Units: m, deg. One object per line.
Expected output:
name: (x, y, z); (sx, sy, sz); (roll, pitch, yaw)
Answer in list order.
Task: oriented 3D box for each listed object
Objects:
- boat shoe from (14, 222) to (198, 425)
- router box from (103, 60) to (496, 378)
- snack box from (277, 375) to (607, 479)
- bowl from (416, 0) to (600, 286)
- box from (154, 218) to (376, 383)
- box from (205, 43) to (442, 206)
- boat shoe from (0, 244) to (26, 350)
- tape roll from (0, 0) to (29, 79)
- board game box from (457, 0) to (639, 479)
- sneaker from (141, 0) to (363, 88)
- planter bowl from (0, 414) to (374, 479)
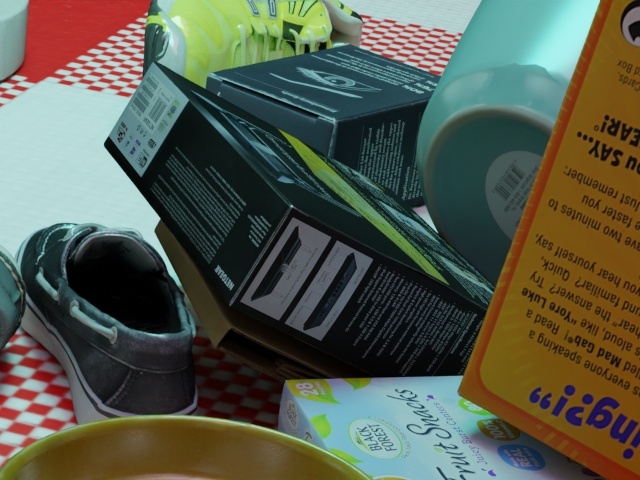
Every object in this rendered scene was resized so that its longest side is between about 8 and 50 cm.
boat shoe: (-0.150, 0.036, 1.311); (0.108, 0.102, 0.301); (1, 22, -18)
router box: (0.000, 0.000, 1.356); (0.243, 0.081, 0.309); (27, 10, -29)
snack box: (0.095, 0.148, 1.154); (0.207, 0.070, 0.174); (-1, 23, -20)
bowl: (0.195, -0.057, 1.455); (0.311, 0.312, 0.163); (22, 41, 33)
box: (-0.026, 0.058, 1.318); (0.164, 0.021, 0.201); (28, 12, -25)
box: (0.013, -0.095, 1.698); (0.153, 0.108, 0.207); (24, 27, 35)
boat shoe: (-0.353, 0.029, 1.246); (0.319, 0.116, 0.099); (7, 17, -15)
tape roll: (-0.494, -0.232, 1.927); (0.392, 0.072, 0.392); (7, 22, -3)
board game box: (0.366, -0.006, 1.136); (0.356, 0.356, 0.356); (29, 19, 30)
sneaker: (-0.068, -0.210, 1.920); (0.147, 0.145, 0.384); (13, 23, 16)
planter bowl: (-0.068, 0.179, 0.988); (0.217, 0.090, 0.217); (6, 21, -2)
